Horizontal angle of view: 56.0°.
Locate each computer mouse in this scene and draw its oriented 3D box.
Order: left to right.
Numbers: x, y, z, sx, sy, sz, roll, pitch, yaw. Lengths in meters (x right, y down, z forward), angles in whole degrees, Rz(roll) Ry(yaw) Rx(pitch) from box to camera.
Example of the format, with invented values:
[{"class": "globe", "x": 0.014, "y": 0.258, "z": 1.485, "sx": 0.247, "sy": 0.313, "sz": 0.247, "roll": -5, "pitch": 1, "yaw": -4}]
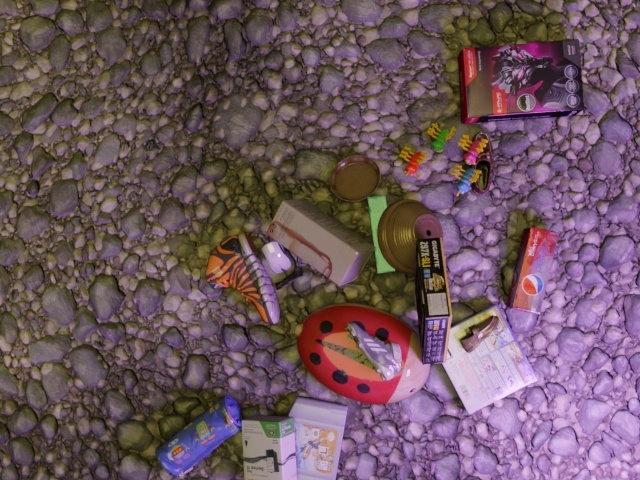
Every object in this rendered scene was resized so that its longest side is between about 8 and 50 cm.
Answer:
[{"class": "computer mouse", "x": -0.130, "y": 0.080, "z": 1.923, "sx": 0.106, "sy": 0.193, "sz": 0.042, "roll": -26, "pitch": 44, "yaw": 3}]

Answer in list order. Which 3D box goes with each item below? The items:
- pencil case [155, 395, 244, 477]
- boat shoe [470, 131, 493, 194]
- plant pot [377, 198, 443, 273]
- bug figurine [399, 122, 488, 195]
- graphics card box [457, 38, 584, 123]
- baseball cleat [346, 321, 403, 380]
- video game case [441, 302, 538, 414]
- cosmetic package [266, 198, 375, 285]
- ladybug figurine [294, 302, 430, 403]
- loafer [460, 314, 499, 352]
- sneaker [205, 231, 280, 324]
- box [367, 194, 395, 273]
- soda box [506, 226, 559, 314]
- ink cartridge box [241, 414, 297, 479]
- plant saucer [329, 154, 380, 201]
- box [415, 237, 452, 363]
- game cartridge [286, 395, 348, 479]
[{"class": "pencil case", "x": -0.383, "y": 0.635, "z": 1.932, "sx": 0.306, "sy": 0.119, "sz": 0.133, "roll": -38, "pitch": 56, "yaw": 2}, {"class": "boat shoe", "x": 0.523, "y": -0.251, "z": 1.937, "sx": 0.073, "sy": 0.073, "sz": 0.207, "roll": -2, "pitch": 86, "yaw": 5}, {"class": "plant pot", "x": 0.302, "y": -0.017, "z": 1.868, "sx": 0.237, "sy": 0.110, "sz": 0.237, "roll": 4, "pitch": 81, "yaw": -31}, {"class": "bug figurine", "x": 0.404, "y": -0.258, "z": 1.912, "sx": 0.279, "sy": 0.072, "sz": 0.216, "roll": 27, "pitch": 76, "yaw": 34}, {"class": "graphics card box", "x": 0.638, "y": -0.506, "z": 1.931, "sx": 0.371, "sy": 0.094, "sz": 0.232, "roll": -3, "pitch": 87, "yaw": 3}, {"class": "baseball cleat", "x": 0.166, "y": 0.310, "z": 1.784, "sx": 0.109, "sy": 0.072, "sz": 0.206, "roll": -35, "pitch": 90, "yaw": -13}, {"class": "video game case", "x": 0.513, "y": 0.374, "z": 1.913, "sx": 0.244, "sy": 0.061, "sz": 0.269, "roll": -27, "pitch": 86, "yaw": 3}, {"class": "cosmetic package", "x": 0.000, "y": 0.000, "z": 1.880, "sx": 0.296, "sy": 0.153, "sz": 0.129, "roll": 35, "pitch": 109, "yaw": 20}, {"class": "ladybug figurine", "x": 0.128, "y": 0.358, "z": 1.890, "sx": 0.449, "sy": 0.162, "sz": 0.305, "roll": 16, "pitch": 89, "yaw": 5}, {"class": "loafer", "x": 0.491, "y": 0.282, "z": 1.860, "sx": 0.050, "sy": 0.056, "sz": 0.148, "roll": 43, "pitch": 90, "yaw": -2}, {"class": "sneaker", "x": -0.258, "y": 0.148, "z": 1.960, "sx": 0.180, "sy": 0.124, "sz": 0.321, "roll": -26, "pitch": 75, "yaw": 6}, {"class": "box", "x": 0.195, "y": -0.018, "z": 1.935, "sx": 0.060, "sy": 0.100, "sz": 0.244, "roll": -7, "pitch": 86, "yaw": 5}, {"class": "soda box", "x": 0.668, "y": 0.095, "z": 1.905, "sx": 0.092, "sy": 0.083, "sz": 0.263, "roll": 14, "pitch": 88, "yaw": 4}, {"class": "ink cartridge box", "x": -0.161, "y": 0.664, "z": 1.891, "sx": 0.153, "sy": 0.087, "sz": 0.208, "roll": -7, "pitch": 84, "yaw": 28}, {"class": "plant saucer", "x": 0.115, "y": -0.198, "z": 1.960, "sx": 0.168, "sy": 0.029, "sz": 0.168, "roll": -6, "pitch": 67, "yaw": 14}, {"class": "box", "x": 0.326, "y": 0.183, "z": 1.767, "sx": 0.079, "sy": 0.322, "sz": 0.257, "roll": -5, "pitch": 56, "yaw": 5}, {"class": "game cartridge", "x": -0.032, "y": 0.663, "z": 1.943, "sx": 0.198, "sy": 0.062, "sz": 0.297, "roll": 9, "pitch": 88, "yaw": 0}]
